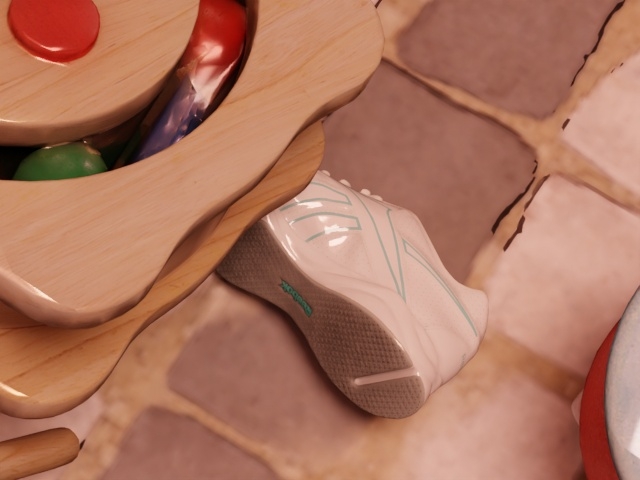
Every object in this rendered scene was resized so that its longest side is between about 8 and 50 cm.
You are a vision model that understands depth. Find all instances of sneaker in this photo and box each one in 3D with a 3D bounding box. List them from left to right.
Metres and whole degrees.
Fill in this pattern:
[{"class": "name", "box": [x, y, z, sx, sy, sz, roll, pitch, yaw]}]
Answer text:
[{"class": "sneaker", "box": [0.000, 0.000, 0.646, 0.061, 0.054, 0.152, -31, 70, -39]}]

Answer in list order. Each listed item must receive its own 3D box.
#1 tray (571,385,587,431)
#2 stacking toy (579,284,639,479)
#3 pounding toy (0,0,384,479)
[{"class": "tray", "box": [0.226, 0.128, 0.625, 0.145, 0.030, 0.270, -34, 77, -15]}, {"class": "stacking toy", "box": [0.247, 0.104, 0.540, 0.279, 0.130, 0.309, -23, 76, -4]}, {"class": "pounding toy", "box": [-0.113, -0.016, 0.558, 0.154, 0.155, 0.269, 41, 55, 6]}]
